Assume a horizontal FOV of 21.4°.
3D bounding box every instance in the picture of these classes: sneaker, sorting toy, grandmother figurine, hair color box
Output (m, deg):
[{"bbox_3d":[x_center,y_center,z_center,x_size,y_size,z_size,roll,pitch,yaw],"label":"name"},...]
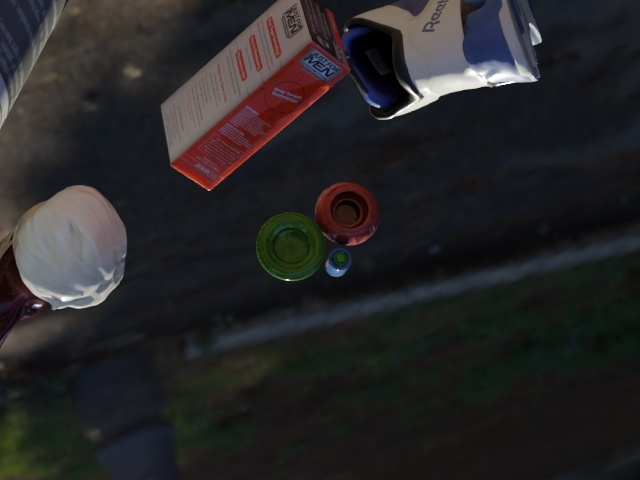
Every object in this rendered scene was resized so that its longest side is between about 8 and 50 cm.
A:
[{"bbox_3d":[0.115,-0.211,1.672,0.182,0.127,0.315,-15,-165,13],"label":"sneaker"},{"bbox_3d":[0.000,0.000,1.263,0.102,0.061,0.042,-30,172,-13],"label":"sorting toy"},{"bbox_3d":[-0.254,0.029,1.400,0.104,0.208,0.342,30,155,-19],"label":"grandmother figurine"},{"bbox_3d":[-0.048,-0.108,1.206,0.141,0.072,0.043,-39,129,23],"label":"hair color box"}]

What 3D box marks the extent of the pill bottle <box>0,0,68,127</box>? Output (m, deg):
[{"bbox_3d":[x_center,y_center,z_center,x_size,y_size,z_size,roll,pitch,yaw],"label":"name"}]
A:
[{"bbox_3d":[-0.288,-0.120,1.033,0.210,0.363,0.210,18,152,10],"label":"pill bottle"}]
